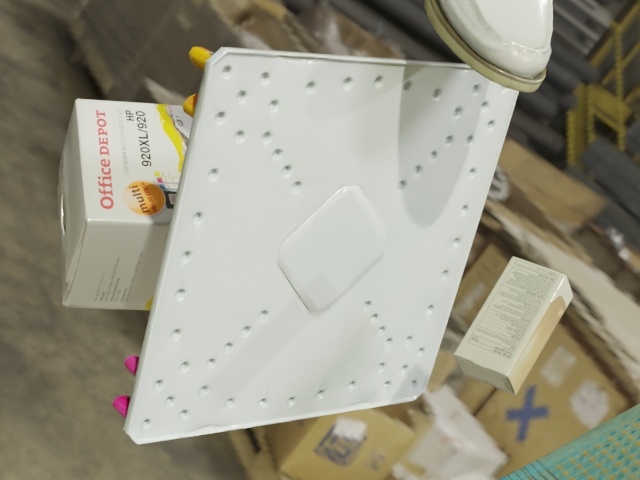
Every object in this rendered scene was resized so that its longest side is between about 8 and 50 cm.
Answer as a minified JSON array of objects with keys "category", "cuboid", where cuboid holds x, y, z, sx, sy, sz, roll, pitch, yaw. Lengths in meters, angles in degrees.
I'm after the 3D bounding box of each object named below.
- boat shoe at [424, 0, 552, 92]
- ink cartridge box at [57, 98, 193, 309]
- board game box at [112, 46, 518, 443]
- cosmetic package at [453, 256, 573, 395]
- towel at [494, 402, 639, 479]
[{"category":"boat shoe","cuboid":[0.163,-0.259,1.221,0.113,0.103,0.302,16,39,-20]},{"category":"ink cartridge box","cuboid":[-0.163,-0.035,1.447,0.233,0.168,0.171,2,54,-19]},{"category":"board game box","cuboid":[0.000,0.000,1.307,0.390,0.390,0.050,-3,27,-40]},{"category":"cosmetic package","cuboid":[0.177,0.077,1.207,0.060,0.115,0.041,22,-22,33]},{"category":"towel","cuboid":[0.267,0.280,1.189,0.040,0.271,0.370,65,-5,-18]}]
